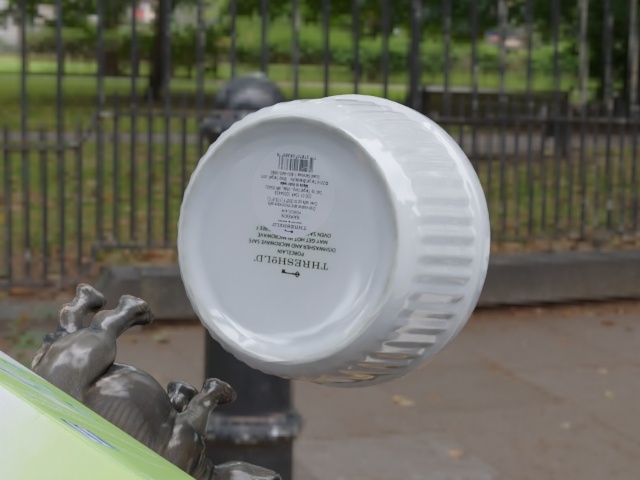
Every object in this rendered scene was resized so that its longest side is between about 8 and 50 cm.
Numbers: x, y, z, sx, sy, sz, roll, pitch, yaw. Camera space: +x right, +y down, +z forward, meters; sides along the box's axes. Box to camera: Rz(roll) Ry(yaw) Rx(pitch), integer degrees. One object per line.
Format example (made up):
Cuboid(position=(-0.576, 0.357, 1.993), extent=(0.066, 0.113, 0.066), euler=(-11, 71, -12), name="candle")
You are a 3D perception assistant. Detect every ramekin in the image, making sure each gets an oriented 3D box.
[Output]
Cuboid(position=(0.000, 0.000, 0.934), extent=(0.207, 0.207, 0.109), euler=(5, 1, 27), name="ramekin")

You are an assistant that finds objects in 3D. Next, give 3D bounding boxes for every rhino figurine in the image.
Cuboid(position=(-0.116, 0.145, 1.027), extent=(0.073, 0.243, 0.106), euler=(-31, 17, 51), name="rhino figurine")

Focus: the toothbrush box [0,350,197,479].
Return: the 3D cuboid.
Cuboid(position=(-0.120, 0.153, 0.449), extent=(0.283, 0.206, 0.122), euler=(27, -9, 34), name="toothbrush box")
